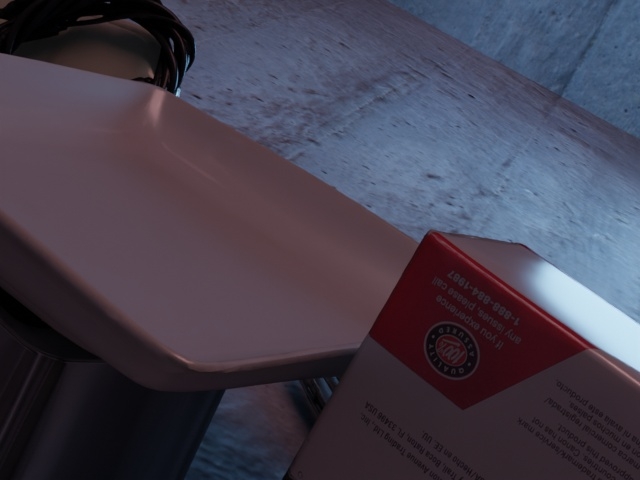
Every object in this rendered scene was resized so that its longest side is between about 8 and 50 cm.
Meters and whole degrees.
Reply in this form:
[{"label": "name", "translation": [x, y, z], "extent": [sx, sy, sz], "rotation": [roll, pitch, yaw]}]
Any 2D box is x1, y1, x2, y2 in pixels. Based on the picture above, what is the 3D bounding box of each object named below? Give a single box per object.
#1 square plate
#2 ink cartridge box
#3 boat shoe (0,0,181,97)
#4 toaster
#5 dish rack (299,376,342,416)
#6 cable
[{"label": "square plate", "translation": [-0.087, -0.012, 0.826], "extent": [0.347, 0.049, 0.344], "rotation": [33, 16, 30]}, {"label": "ink cartridge box", "translation": [0.072, 0.141, 0.687], "extent": [0.172, 0.237, 0.100], "rotation": [37, 16, 29]}, {"label": "boat shoe", "translation": [-0.266, -0.173, 1.398], "extent": [0.319, 0.116, 0.099], "rotation": [25, -28, 15]}, {"label": "toaster", "translation": [-0.149, 0.063, 0.792], "extent": [0.185, 0.110, 0.168], "rotation": [38, 20, 30]}, {"label": "dish rack", "translation": [0.119, 0.132, 1.075], "extent": [0.271, 0.074, 0.208], "rotation": [18, 18, -29]}, {"label": "cable", "translation": [-0.193, -0.148, 1.294], "extent": [0.184, 0.047, 0.150], "rotation": [-4, 56, -9]}]
